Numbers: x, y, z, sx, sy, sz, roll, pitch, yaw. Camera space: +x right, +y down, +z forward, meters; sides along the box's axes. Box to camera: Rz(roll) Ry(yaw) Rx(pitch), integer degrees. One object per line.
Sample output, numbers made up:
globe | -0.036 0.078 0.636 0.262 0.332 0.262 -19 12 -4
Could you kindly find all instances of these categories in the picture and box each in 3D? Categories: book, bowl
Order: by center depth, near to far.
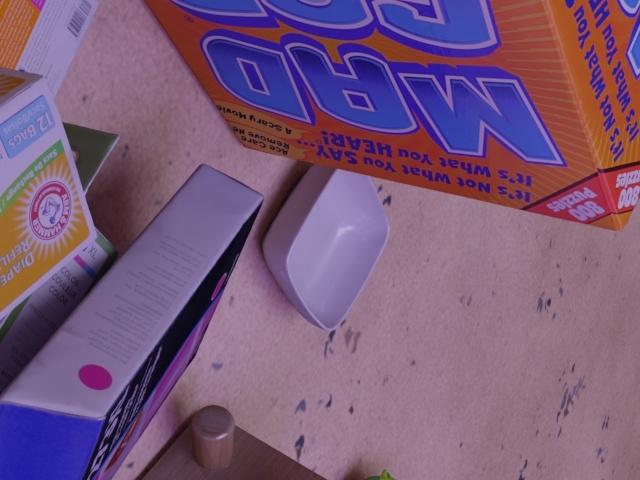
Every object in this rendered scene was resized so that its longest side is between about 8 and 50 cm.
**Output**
book | -0.209 -0.159 0.817 0.144 0.035 0.096 46 60 -54
bowl | 0.000 0.000 1.182 0.142 0.053 0.142 -60 145 -24

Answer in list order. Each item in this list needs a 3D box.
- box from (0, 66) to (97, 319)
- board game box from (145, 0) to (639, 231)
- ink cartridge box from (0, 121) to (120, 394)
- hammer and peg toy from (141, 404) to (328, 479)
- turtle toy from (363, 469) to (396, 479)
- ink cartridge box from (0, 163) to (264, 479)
box | -0.237 -0.032 0.662 0.114 0.203 0.103 -45 137 -39
board game box | 0.093 -0.280 0.926 0.356 0.356 0.356 -61 145 -22
ink cartridge box | -0.209 0.021 0.816 0.209 0.109 0.062 -62 146 -21
hammer and peg toy | -0.090 0.325 0.983 0.361 0.266 0.127 -50 158 -36
turtle toy | 0.052 0.315 1.376 0.095 0.066 0.130 16 89 -56
ink cartridge box | -0.150 0.103 0.827 0.175 0.069 0.371 -64 175 34
